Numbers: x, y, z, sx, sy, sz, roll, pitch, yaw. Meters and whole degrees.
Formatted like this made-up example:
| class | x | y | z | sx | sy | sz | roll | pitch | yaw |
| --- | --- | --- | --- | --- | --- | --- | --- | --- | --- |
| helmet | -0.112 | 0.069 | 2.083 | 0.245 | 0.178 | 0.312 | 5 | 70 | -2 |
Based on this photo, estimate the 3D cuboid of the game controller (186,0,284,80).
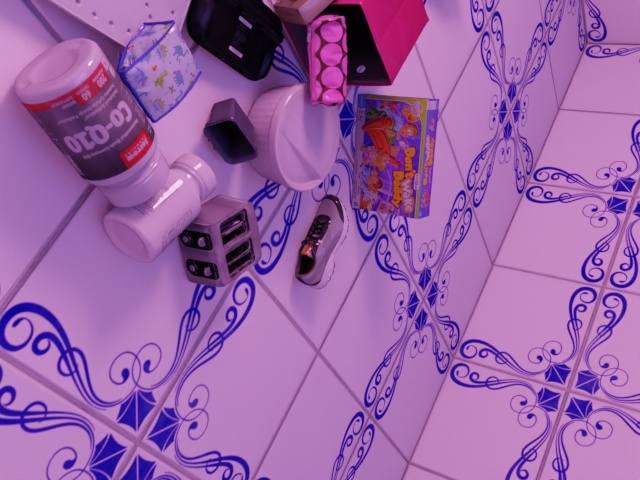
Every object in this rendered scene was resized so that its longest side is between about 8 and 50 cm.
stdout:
| class | x | y | z | sx | sy | sz | roll | pitch | yaw |
| --- | --- | --- | --- | --- | --- | --- | --- | --- | --- |
| game controller | -0.184 | -0.475 | 1.576 | 0.166 | 0.067 | 0.319 | -64 | 154 | 3 |

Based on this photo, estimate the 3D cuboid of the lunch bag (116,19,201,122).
| class | x | y | z | sx | sy | sz | roll | pitch | yaw |
| --- | --- | --- | --- | --- | --- | --- | --- | --- | --- |
| lunch bag | -0.311 | -0.317 | 1.332 | 0.129 | 0.096 | 0.151 | 61 | 41 | -45 |

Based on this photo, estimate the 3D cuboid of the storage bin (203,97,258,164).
| class | x | y | z | sx | sy | sz | roll | pitch | yaw |
| --- | --- | --- | --- | --- | --- | --- | --- | --- | --- |
| storage bin | -0.206 | -0.253 | 1.618 | 0.135 | 0.098 | 0.091 | 55 | 28 | -47 |

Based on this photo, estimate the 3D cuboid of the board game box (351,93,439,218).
| class | x | y | z | sx | sy | sz | roll | pitch | yaw |
| --- | --- | --- | --- | --- | --- | --- | --- | --- | --- |
| board game box | 0.219 | -0.255 | 2.106 | 0.078 | 0.233 | 0.347 | -16 | 113 | -54 |

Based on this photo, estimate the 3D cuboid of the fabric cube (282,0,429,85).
| class | x | y | z | sx | sy | sz | roll | pitch | yaw |
| --- | --- | --- | --- | --- | --- | --- | --- | --- | --- |
| fabric cube | 0.089 | -0.576 | 1.795 | 0.258 | 0.254 | 0.259 | -61 | 143 | -27 |

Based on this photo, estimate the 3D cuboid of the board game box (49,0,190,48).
| class | x | y | z | sx | sy | sz | roll | pitch | yaw |
| --- | --- | --- | --- | --- | --- | --- | --- | --- | --- |
| board game box | -0.372 | -0.572 | 1.293 | 0.390 | 0.050 | 0.390 | 25 | 80 | -56 |

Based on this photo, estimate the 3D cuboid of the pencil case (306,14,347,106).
| class | x | y | z | sx | sy | sz | roll | pitch | yaw |
| --- | --- | --- | --- | --- | --- | --- | --- | --- | --- |
| pencil case | 0.011 | -0.417 | 1.653 | 0.098 | 0.095 | 0.209 | -23 | 115 | -44 |

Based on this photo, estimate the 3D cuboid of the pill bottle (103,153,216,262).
| class | x | y | z | sx | sy | sz | roll | pitch | yaw |
| --- | --- | --- | --- | --- | --- | --- | --- | --- | --- |
| pill bottle | -0.322 | -0.073 | 1.454 | 0.229 | 0.131 | 0.131 | -51 | 138 | -34 |

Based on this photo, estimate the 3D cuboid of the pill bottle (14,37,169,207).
| class | x | y | z | sx | sy | sz | roll | pitch | yaw |
| --- | --- | --- | --- | --- | --- | --- | --- | --- | --- |
| pill bottle | -0.397 | -0.202 | 1.273 | 0.161 | 0.161 | 0.283 | -58 | 141 | -27 |

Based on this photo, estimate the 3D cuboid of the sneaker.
| class | x | y | z | sx | sy | sz | roll | pitch | yaw |
| --- | --- | --- | --- | --- | --- | --- | --- | --- | --- |
| sneaker | 0.000 | 0.000 | 1.990 | 0.108 | 0.100 | 0.271 | 18 | 85 | -51 |

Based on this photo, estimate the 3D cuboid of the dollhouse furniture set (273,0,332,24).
| class | x | y | z | sx | sy | sz | roll | pitch | yaw |
| --- | --- | --- | --- | --- | --- | --- | --- | --- | --- |
| dollhouse furniture set | -0.057 | -0.627 | 1.549 | 0.161 | 0.212 | 0.242 | -46 | 133 | -16 |

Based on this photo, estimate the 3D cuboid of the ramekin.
| class | x | y | z | sx | sy | sz | roll | pitch | yaw |
| --- | --- | --- | --- | --- | --- | --- | --- | --- | --- |
| ramekin | -0.076 | -0.262 | 1.763 | 0.273 | 0.127 | 0.272 | -23 | 119 | -52 |

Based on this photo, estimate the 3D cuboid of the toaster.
| class | x | y | z | sx | sy | sz | roll | pitch | yaw |
| --- | --- | --- | --- | --- | --- | --- | --- | --- | --- |
| toaster | -0.229 | -0.002 | 1.635 | 0.186 | 0.110 | 0.168 | -37 | 130 | -45 |
